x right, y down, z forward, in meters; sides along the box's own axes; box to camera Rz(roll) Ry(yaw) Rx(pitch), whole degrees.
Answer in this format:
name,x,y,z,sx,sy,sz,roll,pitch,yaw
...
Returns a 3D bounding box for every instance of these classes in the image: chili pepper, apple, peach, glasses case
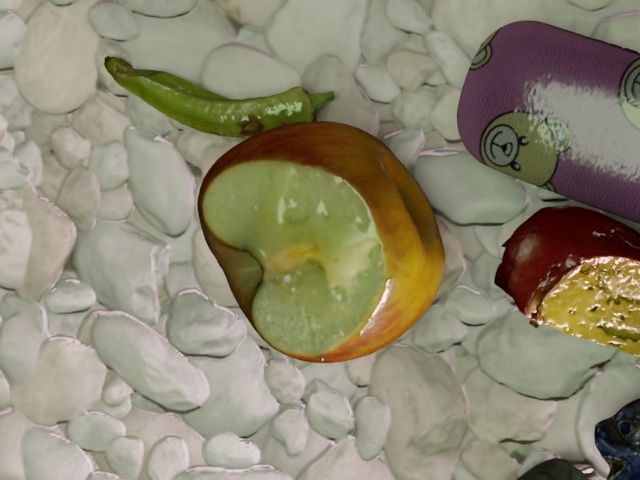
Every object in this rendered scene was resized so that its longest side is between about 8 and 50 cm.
name,x,y,z,sx,sy,sz,roll,pitch,yaw
chili pepper,-0.092,-0.114,1.264,0.208,0.043,0.049,9,114,15
apple,0.000,0.000,1.193,0.173,0.160,0.195,-27,89,14
peach,0.221,0.031,1.154,0.172,0.127,0.092,24,101,7
glasses case,0.259,-0.073,1.152,0.316,0.076,0.123,20,102,12

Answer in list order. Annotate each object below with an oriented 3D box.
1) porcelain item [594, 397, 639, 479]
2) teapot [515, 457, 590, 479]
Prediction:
name,x,y,z,sx,sy,sz,roll,pitch,yaw
porcelain item,0.360,0.169,1.146,0.288,0.138,0.186,-30,73,22
teapot,0.181,0.259,1.213,0.108,0.111,0.149,42,102,-9
